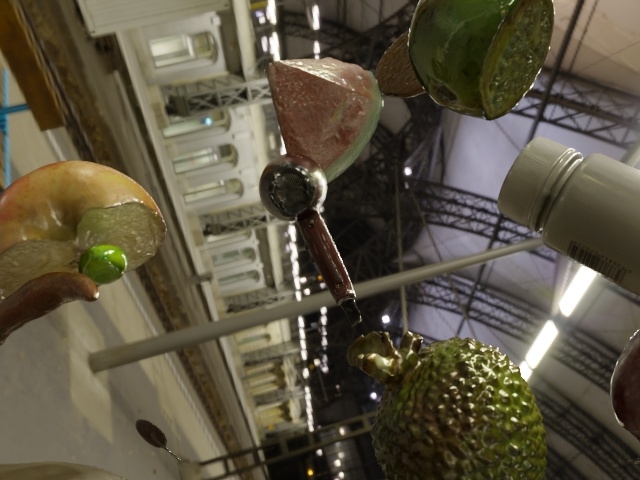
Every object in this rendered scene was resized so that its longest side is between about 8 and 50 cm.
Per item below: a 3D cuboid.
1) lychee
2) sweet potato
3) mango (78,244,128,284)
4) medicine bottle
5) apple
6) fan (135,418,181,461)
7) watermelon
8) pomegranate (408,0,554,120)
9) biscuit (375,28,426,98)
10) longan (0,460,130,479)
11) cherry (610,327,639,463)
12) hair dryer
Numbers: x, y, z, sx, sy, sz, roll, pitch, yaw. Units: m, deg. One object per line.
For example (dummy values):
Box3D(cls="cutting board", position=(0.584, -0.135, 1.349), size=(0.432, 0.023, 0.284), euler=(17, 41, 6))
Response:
Box3D(cls="lychee", position=(0.203, 0.275, 0.988), size=(0.270, 0.269, 0.320), euler=(-154, -137, -79))
Box3D(cls="sweet potato", position=(-0.403, 0.087, 0.923), size=(0.058, 0.255, 0.078), euler=(39, 39, -44))
Box3D(cls="mango", position=(-0.335, 0.036, 0.988), size=(0.108, 0.073, 0.056), euler=(139, -57, -67))
Box3D(cls="medicine bottle", position=(0.535, -0.054, 1.242), size=(0.339, 0.208, 0.208), euler=(33, -31, 28))
Box3D(cls="apple", position=(-0.426, -0.029, 1.091), size=(0.163, 0.292, 0.251), euler=(61, -11, 22))
Box3D(cls="fan", position=(-0.354, 0.440, 1.406), size=(0.133, 0.005, 0.085), euler=(46, -48, -4))
Box3D(cls="watermelon", position=(-0.003, -0.262, 1.423), size=(0.251, 0.283, 0.292), euler=(62, 25, 8))
Box3D(cls="pomegranate", position=(0.204, -0.288, 0.834), size=(0.159, 0.189, 0.241), euler=(35, -54, 30))
Box3D(cls="biscuit", position=(0.242, -0.426, 1.495), size=(0.037, 0.262, 0.262), euler=(45, 13, -38))
Box3D(cls="longan", position=(-0.267, 0.386, 0.542), size=(0.391, 0.390, 0.392), euler=(166, -90, -82))
Box3D(cls="cherry", position=(0.474, 0.172, 0.751), size=(0.230, 0.300, 0.203), euler=(47, -7, -6))
Box3D(cls="hair dryer", position=(0.000, 0.000, 1.220), size=(0.312, 0.123, 0.341), euler=(-26, 91, -85))
